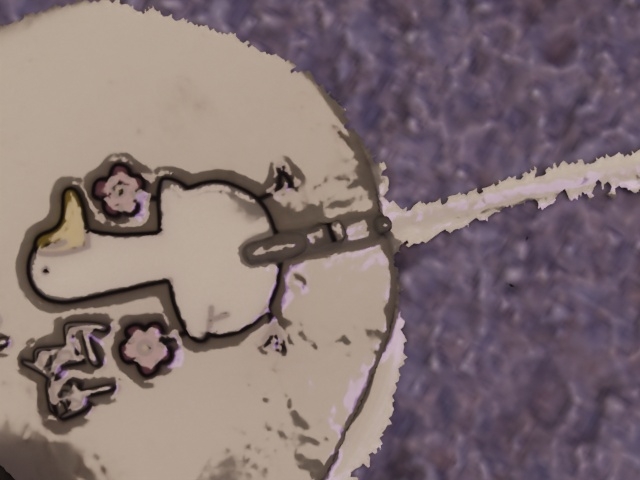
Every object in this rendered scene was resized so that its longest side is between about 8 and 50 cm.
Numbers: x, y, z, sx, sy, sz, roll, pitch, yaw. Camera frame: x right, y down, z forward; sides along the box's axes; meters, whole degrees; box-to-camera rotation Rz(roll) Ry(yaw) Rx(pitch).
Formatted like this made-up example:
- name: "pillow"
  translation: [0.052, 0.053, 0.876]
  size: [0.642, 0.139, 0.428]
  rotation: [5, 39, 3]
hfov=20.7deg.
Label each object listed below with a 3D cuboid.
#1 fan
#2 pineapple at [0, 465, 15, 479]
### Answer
- name: "fan"
  translation: [0.000, 0.000, 0.667]
  size: [0.415, 0.012, 0.233]
  rotation: [-15, 87, -3]
- name: "pineapple"
  translation: [-0.131, 0.117, 0.573]
  size: [0.364, 0.165, 0.165]
  rotation: [23, 84, 0]
